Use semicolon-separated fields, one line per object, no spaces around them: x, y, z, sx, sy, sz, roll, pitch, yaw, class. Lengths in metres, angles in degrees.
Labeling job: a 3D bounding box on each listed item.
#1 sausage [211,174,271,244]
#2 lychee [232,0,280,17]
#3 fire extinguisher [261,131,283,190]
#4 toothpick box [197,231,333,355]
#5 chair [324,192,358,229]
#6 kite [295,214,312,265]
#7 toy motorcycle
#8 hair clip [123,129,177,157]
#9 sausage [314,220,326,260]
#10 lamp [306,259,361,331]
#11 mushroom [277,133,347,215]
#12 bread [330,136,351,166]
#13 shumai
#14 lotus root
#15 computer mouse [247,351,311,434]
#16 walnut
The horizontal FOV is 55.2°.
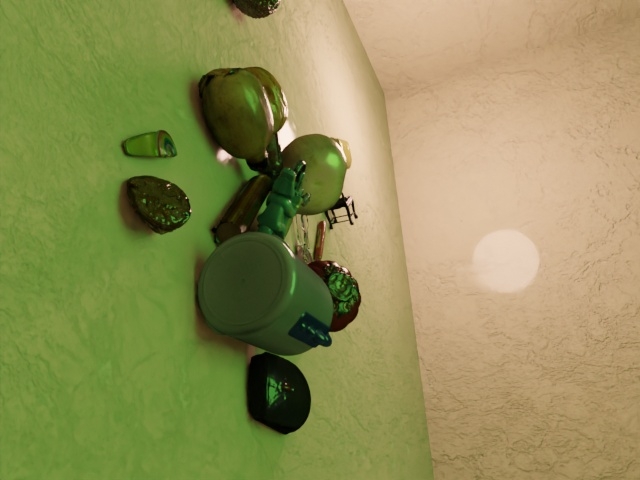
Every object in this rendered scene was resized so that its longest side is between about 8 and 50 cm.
-0.195;-0.095;1.615;0.372;0.082;0.082;-72;145;-61;sausage
-0.200;-0.786;1.934;0.197;0.165;0.165;-33;110;-54;lychee
-0.160;-0.254;1.837;0.106;0.075;0.252;24;56;-62;fire extinguisher
-0.097;0.153;1.445;0.355;0.262;0.263;46;36;-62;toothpick box
0.061;-0.167;2.408;0.113;0.106;0.229;-59;135;-65;chair
-0.051;0.029;2.062;0.204;0.022;0.361;37;47;-64;kite
-0.117;-0.080;1.677;0.198;0.109;0.297;-48;161;-61;toy motorcycle
-0.348;-0.200;1.273;0.188;0.033;0.060;-35;110;-72;hair clip
0.000;0.000;2.223;0.223;0.029;0.029;-83;154;-48;sausage
0.013;0.172;1.872;0.227;0.226;0.227;-13;90;-73;lamp
-0.045;-0.212;1.955;0.234;0.260;0.254;32;-30;58;mushroom
0.092;-0.390;2.739;0.178;0.060;0.140;-17;93;-73;bread
-0.318;-0.059;1.187;0.123;0.139;0.105;-2;112;-44;shumai
-0.202;-0.305;1.601;0.183;0.182;0.310;-81;158;-51;lotus root
-0.088;0.393;1.556;0.269;0.100;0.170;49;30;-56;computer mouse
-0.177;-0.397;1.752;0.207;0.159;0.159;64;20;-17;walnut
